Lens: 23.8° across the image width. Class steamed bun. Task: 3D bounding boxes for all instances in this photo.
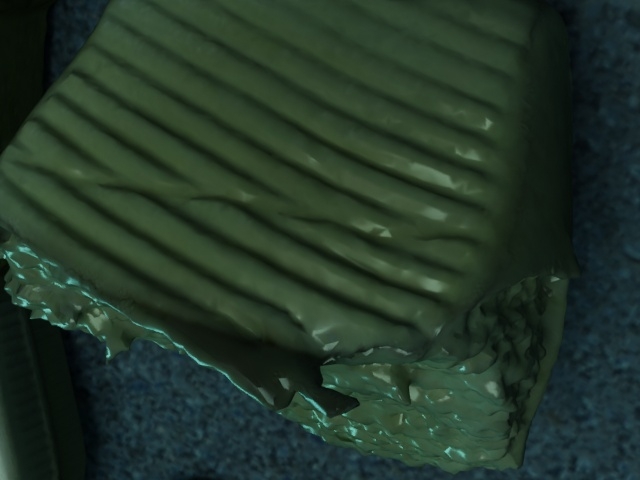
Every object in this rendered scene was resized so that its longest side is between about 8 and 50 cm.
[{"bbox_3d":[0.000,0.000,0.828,0.290,0.273,0.272,20,156,16],"label":"steamed bun"}]

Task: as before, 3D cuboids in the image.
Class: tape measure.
[{"bbox_3d":[-0.296,0.138,1.024,0.271,0.133,0.231,-9,95,17],"label":"tape measure"}]

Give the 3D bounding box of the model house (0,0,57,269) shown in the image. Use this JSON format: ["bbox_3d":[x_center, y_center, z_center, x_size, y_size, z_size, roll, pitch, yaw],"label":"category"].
[{"bbox_3d":[-0.322,-0.113,0.878,0.321,0.261,0.266,13,107,10],"label":"model house"}]
